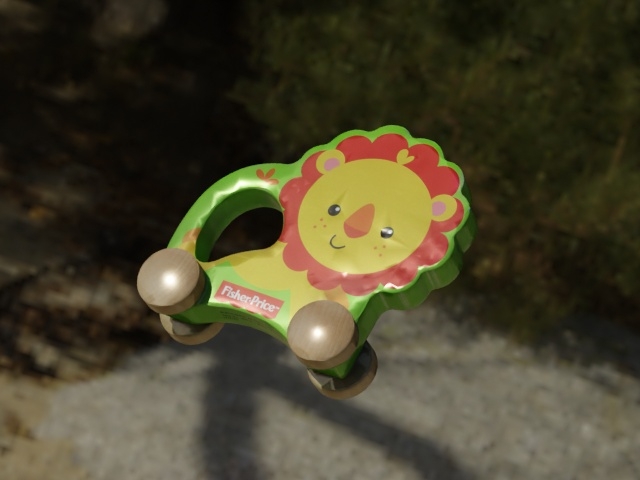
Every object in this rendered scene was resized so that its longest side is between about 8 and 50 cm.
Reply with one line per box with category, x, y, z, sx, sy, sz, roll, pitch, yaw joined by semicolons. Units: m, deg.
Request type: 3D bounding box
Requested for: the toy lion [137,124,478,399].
toy lion;0.000;0.000;0.655;0.100;0.096;0.034;17;-23;27
